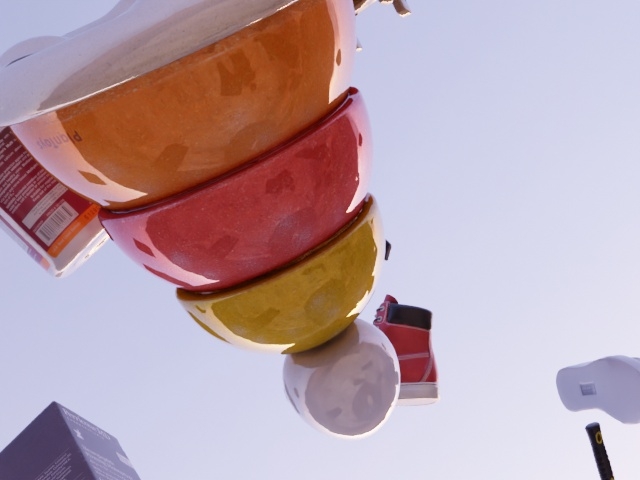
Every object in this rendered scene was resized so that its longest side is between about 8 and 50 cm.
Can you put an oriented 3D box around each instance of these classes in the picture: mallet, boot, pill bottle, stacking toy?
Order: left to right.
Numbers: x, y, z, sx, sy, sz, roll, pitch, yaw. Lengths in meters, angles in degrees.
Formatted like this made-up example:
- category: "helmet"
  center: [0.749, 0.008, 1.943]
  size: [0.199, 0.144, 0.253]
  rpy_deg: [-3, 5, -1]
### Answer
- category: "pill bottle"
  center: [-0.323, -0.073, 1.016]
  size: [0.221, 0.121, 0.121]
  rpy_deg: [45, -88, -3]
- category: "stacking toy"
  center: [-0.057, -0.014, 0.877]
  size: [0.350, 0.350, 0.480]
  rpy_deg: [-28, -71, -12]
- category: "boot"
  center: [0.061, 0.176, 1.473]
  size: [0.244, 0.176, 0.088]
  rpy_deg: [-5, -21, 5]
- category: "mallet"
  center: [0.319, 0.297, 1.025]
  size: [0.062, 0.039, 0.190]
  rpy_deg: [-27, -83, -25]
- category: "boot"
  center: [0.436, 0.194, 1.288]
  size: [0.123, 0.258, 0.095]
  rpy_deg: [-11, -93, -12]

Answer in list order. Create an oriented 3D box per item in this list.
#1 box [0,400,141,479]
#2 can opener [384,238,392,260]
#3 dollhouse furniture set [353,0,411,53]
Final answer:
- category: "box"
  center: [-0.383, 0.394, 1.425]
  size: [0.167, 0.203, 0.168]
  rpy_deg: [-45, -45, -2]
- category: "can opener"
  center: [0.000, 0.000, 1.222]
  size: [0.186, 0.059, 0.073]
  rpy_deg: [23, -107, -9]
- category: "dollhouse furniture set"
  center: [-0.097, -0.282, 1.240]
  size: [0.374, 0.152, 0.201]
  rpy_deg: [-33, -18, 25]
